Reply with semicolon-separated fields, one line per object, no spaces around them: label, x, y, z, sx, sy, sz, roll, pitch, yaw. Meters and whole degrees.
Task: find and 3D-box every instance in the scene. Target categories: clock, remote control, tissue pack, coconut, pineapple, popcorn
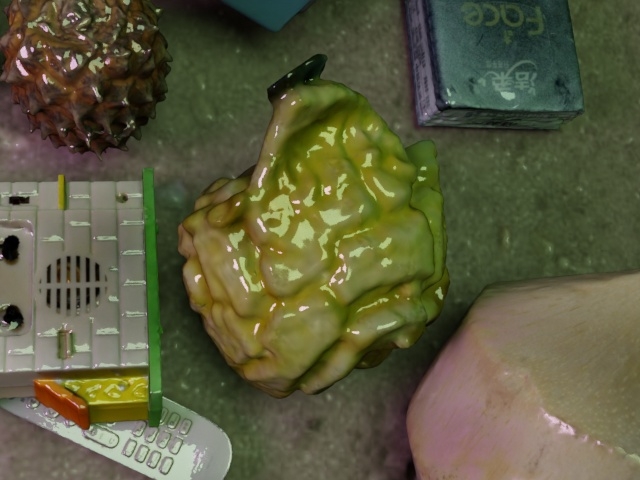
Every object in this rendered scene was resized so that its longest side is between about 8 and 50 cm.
clock;-0.272;0.053;0.878;0.255;0.106;0.220;-1;64;-11
remote control;-0.190;0.169;0.923;0.229;0.044;0.073;25;68;-3
tissue pack;0.191;-0.256;1.123;0.185;0.081;0.257;-2;77;-18
coconut;0.258;0.181;0.930;0.352;0.352;0.353;4;76;-17
pineapple;-0.214;-0.154;0.908;0.166;0.193;0.166;3;68;-7
popcorn;0.005;0.008;0.921;0.293;0.293;0.237;-41;86;-22

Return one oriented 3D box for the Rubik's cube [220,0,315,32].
Rubik's cube;-0.057;-0.417;0.951;0.387;0.358;0.368;44;33;-11
